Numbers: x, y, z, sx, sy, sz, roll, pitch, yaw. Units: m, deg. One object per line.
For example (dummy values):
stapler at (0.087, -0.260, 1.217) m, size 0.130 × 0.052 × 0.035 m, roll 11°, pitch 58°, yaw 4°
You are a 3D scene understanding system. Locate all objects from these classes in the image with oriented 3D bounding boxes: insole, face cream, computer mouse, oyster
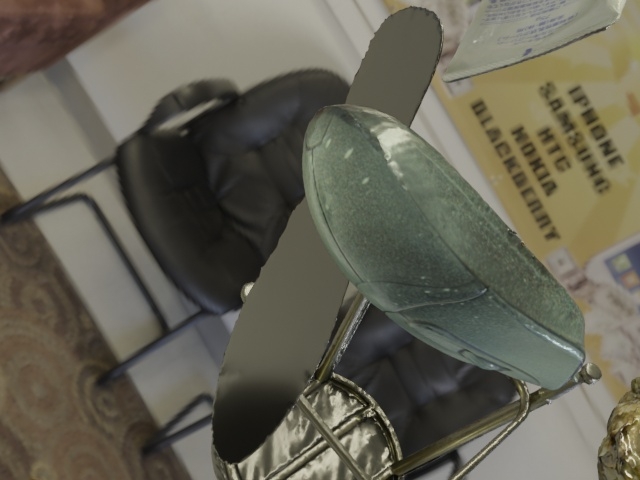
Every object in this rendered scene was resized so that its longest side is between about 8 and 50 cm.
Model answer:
insole at (0.000, 0.000, 0.735) m, size 0.007 × 0.322 × 0.109 m, roll 20°, pitch 7°, yaw -35°
face cream at (0.157, -0.172, 0.739) m, size 0.070 × 0.114 × 0.224 m, roll 55°, pitch 39°, yaw -26°
computer mouse at (0.064, 0.022, 0.651) m, size 0.229 × 0.068 × 0.113 m, roll 47°, pitch -23°, yaw -14°
oyster at (0.386, 0.291, 1.267) m, size 0.198 × 0.133 × 0.337 m, roll 41°, pitch 41°, yaw -36°

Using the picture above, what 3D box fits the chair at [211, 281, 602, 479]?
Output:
chair at (0.059, 0.222, 1.558) m, size 0.365 × 0.410 × 0.362 m, roll -32°, pitch 76°, yaw -40°

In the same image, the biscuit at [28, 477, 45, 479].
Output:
biscuit at (-0.375, 0.400, 1.426) m, size 0.039 × 0.236 × 0.180 m, roll 11°, pitch 32°, yaw -21°
